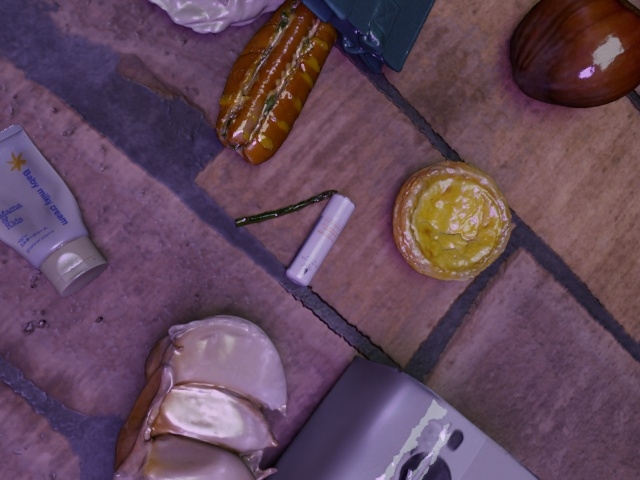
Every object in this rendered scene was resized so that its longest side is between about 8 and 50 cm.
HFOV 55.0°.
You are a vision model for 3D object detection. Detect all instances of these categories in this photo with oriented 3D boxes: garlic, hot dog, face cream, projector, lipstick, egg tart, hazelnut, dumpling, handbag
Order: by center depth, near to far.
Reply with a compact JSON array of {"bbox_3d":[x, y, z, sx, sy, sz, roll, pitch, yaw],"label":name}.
[{"bbox_3d":[-0.146,0.246,0.758,0.203,0.184,0.281,24,58,-22],"label":"garlic"},{"bbox_3d":[-0.367,-0.036,0.775,0.114,0.070,0.224,-38,88,-16],"label":"face cream"},{"bbox_3d":[0.088,0.323,0.775,0.248,0.248,0.249,42,76,-10],"label":"projector"},{"bbox_3d":[-0.122,-0.391,0.827,0.258,0.147,0.193,-41,108,9],"label":"dumpling"},{"bbox_3d":[0.048,-0.406,0.832,0.326,0.089,0.239,31,79,-44],"label":"handbag"},{"bbox_3d":[-0.063,-0.237,0.873,0.115,0.072,0.269,24,79,-5],"label":"hot dog"},{"bbox_3d":[0.000,0.000,0.885,0.040,0.040,0.141,34,78,-11],"label":"lipstick"},{"bbox_3d":[0.190,-0.028,0.926,0.191,0.074,0.191,1,86,-15],"label":"egg tart"},{"bbox_3d":[0.413,-0.297,0.971,0.186,0.210,0.210,6,83,-39],"label":"hazelnut"}]

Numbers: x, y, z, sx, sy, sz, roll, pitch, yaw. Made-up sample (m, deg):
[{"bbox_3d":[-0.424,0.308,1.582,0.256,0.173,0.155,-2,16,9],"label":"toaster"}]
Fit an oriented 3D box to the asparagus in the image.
[{"bbox_3d":[-0.046,-0.047,0.888,0.162,0.016,0.016,-19,72,-16],"label":"asparagus"}]
